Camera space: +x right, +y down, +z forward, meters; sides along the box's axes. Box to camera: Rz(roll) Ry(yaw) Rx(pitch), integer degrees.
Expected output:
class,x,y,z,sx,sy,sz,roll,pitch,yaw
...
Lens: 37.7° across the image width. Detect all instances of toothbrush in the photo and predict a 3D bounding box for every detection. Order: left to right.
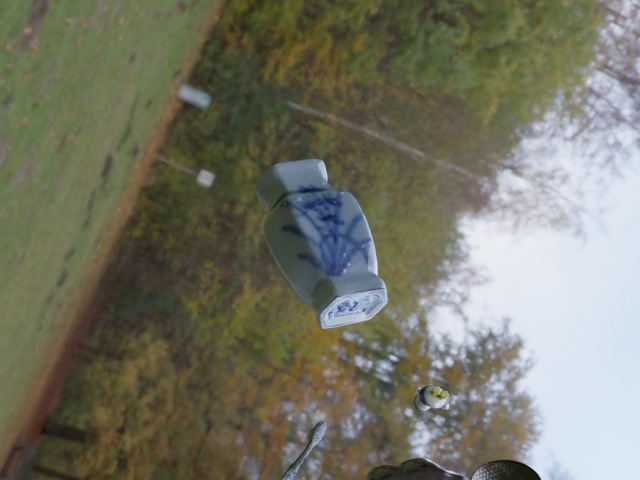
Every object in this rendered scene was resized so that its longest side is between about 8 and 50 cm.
class,x,y,z,sx,sy,sz,roll,pitch,yaw
toothbrush,-0.092,0.599,2.272,0.042,0.035,0.413,-36,-166,52

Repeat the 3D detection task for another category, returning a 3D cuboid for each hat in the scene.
class,x,y,z,sx,sy,sz,roll,pitch,yaw
hat,0.501,0.683,2.528,0.193,0.193,0.082,-85,170,-65

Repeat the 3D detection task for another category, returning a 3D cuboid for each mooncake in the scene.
class,x,y,z,sx,sy,sz,roll,pitch,yaw
mooncake,0.224,0.650,2.193,0.306,0.306,0.154,-66,-172,-3

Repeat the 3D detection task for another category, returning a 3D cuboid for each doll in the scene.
class,x,y,z,sx,sy,sz,roll,pitch,yaw
doll,0.264,0.386,2.281,0.057,0.099,0.143,-62,-176,-26

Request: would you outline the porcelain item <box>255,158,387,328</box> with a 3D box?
class,x,y,z,sx,sy,sz,roll,pitch,yaw
porcelain item,0.000,0.000,2.181,0.405,0.243,0.178,63,-31,34
